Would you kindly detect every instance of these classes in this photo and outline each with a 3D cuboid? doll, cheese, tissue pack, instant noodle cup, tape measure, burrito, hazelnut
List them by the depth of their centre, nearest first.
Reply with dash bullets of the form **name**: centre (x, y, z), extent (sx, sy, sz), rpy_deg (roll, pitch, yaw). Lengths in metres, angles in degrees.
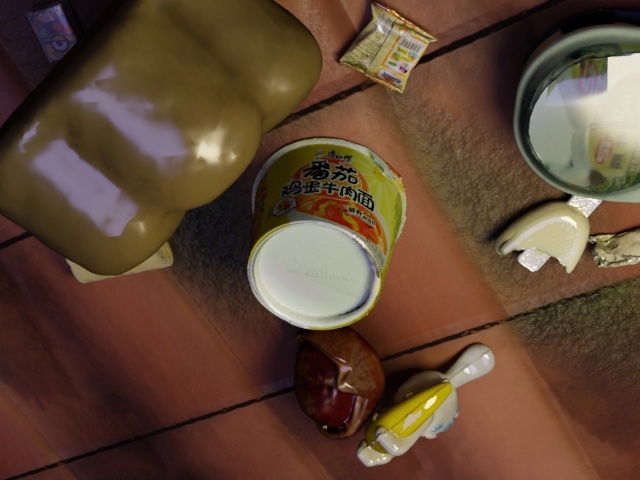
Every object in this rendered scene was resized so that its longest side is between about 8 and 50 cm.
- **tape measure**: centre (0.400, -0.189, 1.305), extent (0.262, 0.138, 0.259), rpy_deg (5, 119, 6)
- **tissue pack**: centre (-0.391, -0.314, 1.409), extent (0.063, 0.035, 0.083), rpy_deg (-10, 121, 15)
- **instant noodle cup**: centre (0.000, 0.000, 1.468), extent (0.264, 0.200, 0.264), rpy_deg (5, 126, 6)
- **burrito**: centre (0.536, -0.001, 1.472), extent (0.230, 0.063, 0.058), rpy_deg (-10, 94, 17)
- **cheese**: centre (0.388, -0.040, 1.474), extent (0.127, 0.050, 0.235), rpy_deg (33, 114, -5)
- **doll**: centre (0.174, 0.297, 1.648), extent (0.111, 0.252, 0.237), rpy_deg (49, 133, 16)
- **hazelnut**: centre (0.022, 0.236, 1.649), extent (0.170, 0.160, 0.201), rpy_deg (-22, 111, 43)

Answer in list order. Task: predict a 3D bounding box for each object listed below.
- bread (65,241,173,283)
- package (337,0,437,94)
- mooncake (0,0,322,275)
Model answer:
- **bread**: centre (-0.354, 0.005, 1.608), extent (0.178, 0.060, 0.139), rpy_deg (-13, 122, 16)
- **package**: centre (0.097, -0.277, 1.365), extent (0.108, 0.031, 0.120), rpy_deg (26, 129, -9)
- **mooncake**: centre (-0.227, -0.167, 1.244), extent (0.467, 0.467, 0.262), rpy_deg (-36, 109, 28)
